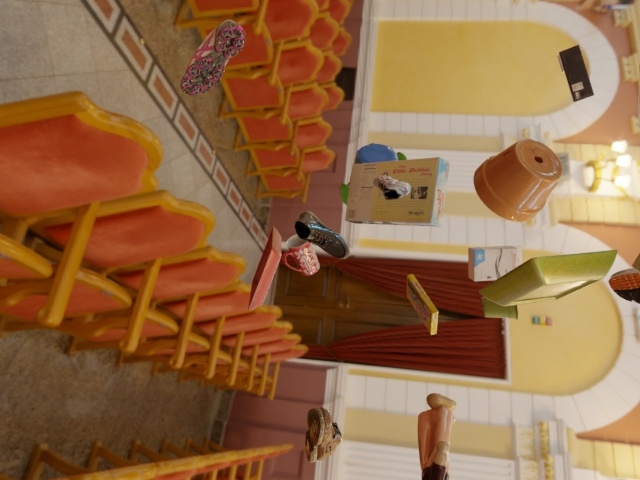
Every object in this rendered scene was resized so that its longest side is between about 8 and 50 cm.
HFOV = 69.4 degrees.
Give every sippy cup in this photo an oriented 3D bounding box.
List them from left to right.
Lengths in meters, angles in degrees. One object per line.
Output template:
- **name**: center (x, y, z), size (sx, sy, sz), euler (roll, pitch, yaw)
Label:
- **sippy cup**: center (0.223, -0.267, 1.905), size (0.224, 0.240, 0.305), euler (89, 14, -47)

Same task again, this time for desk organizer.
- **desk organizer**: center (0.639, -0.415, 1.161), size (0.050, 0.047, 0.130), euler (-28, 100, -68)

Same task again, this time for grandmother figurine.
- **grandmother figurine**: center (0.256, 0.537, 1.050), size (0.342, 0.104, 0.207), euler (-64, 146, -50)

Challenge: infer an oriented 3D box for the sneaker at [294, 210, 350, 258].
- **sneaker**: center (0.000, 0.000, 1.573), size (0.083, 0.222, 0.118), euler (-50, -178, 23)

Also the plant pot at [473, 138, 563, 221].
- **plant pot**: center (0.760, -0.242, 1.745), size (0.203, 0.291, 0.290), euler (119, -17, -55)

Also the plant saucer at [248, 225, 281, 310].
- **plant saucer**: center (-0.200, 0.103, 1.722), size (0.259, 0.048, 0.258), euler (-102, -147, -71)

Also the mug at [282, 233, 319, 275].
- **mug**: center (-0.089, 0.071, 2.073), size (0.113, 0.150, 0.169), euler (-108, 177, -58)

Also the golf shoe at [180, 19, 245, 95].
- **golf shoe**: center (-0.237, -0.395, 1.006), size (0.067, 0.186, 0.086), euler (37, 11, -41)

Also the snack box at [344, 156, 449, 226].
- **snack box**: center (0.218, -0.141, 1.372), size (0.060, 0.322, 0.187), euler (12, 85, -44)

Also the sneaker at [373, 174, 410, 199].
- **sneaker**: center (0.150, -0.118, 1.061), size (0.069, 0.098, 0.038), euler (-35, 129, -39)

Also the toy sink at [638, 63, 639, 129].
- **toy sink**: center (0.873, -0.325, 1.129), size (0.234, 0.131, 0.152), euler (46, 40, -45)

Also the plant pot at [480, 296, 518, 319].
- **plant pot**: center (0.458, 0.168, 1.189), size (0.083, 0.079, 0.083), euler (-9, 90, -78)

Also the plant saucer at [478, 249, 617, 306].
- **plant saucer**: center (0.434, 0.080, 0.884), size (0.188, 0.188, 0.045), euler (117, -34, -63)

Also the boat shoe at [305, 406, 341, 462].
- **boat shoe**: center (0.014, 0.637, 1.542), size (0.307, 0.105, 0.110), euler (100, -21, -47)

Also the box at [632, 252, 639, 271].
- **box**: center (0.733, 0.078, 0.795), size (0.311, 0.121, 0.147), euler (-117, -145, -55)

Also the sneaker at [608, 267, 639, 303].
- **sneaker**: center (0.831, 0.074, 1.088), size (0.121, 0.262, 0.099), euler (-46, 111, -41)

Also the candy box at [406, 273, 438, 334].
- **candy box**: center (0.352, 0.220, 1.613), size (0.206, 0.027, 0.105), euler (-115, -167, -53)

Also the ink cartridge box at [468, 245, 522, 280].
- **ink cartridge box**: center (0.582, 0.073, 1.512), size (0.060, 0.180, 0.104), euler (-93, 179, -83)
